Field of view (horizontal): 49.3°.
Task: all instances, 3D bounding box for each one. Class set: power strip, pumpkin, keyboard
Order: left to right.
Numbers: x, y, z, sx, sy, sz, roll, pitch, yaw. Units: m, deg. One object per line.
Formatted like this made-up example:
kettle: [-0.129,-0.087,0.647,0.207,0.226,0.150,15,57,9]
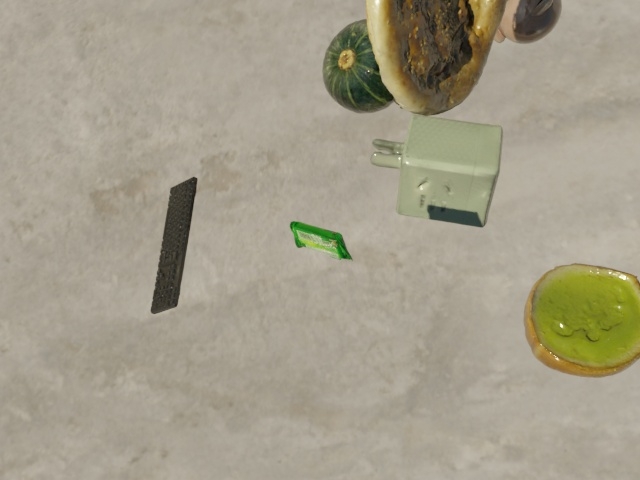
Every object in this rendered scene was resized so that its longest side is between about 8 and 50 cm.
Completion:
keyboard: [-0.213,0.005,1.015,0.061,0.204,0.013,-18,147,41]
pumpkin: [0.083,-0.310,1.248,0.125,0.167,0.167,14,123,-39]
power strip: [0.197,-0.128,1.237,0.225,0.139,0.140,9,139,9]

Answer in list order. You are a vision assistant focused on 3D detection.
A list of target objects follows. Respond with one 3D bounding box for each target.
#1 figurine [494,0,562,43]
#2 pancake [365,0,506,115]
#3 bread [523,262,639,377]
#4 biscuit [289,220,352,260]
figurine: [0.362,-0.410,1.227,0.125,0.125,0.138,32,142,-19]
pancake: [0.153,-0.292,0.904,0.283,0.049,0.282,-21,121,-39]
bread: [0.496,0.144,1.296,0.236,0.236,0.070,-9,152,4]
biscuit: [0.000,0.000,0.886,0.089,0.016,0.046,17,141,38]
